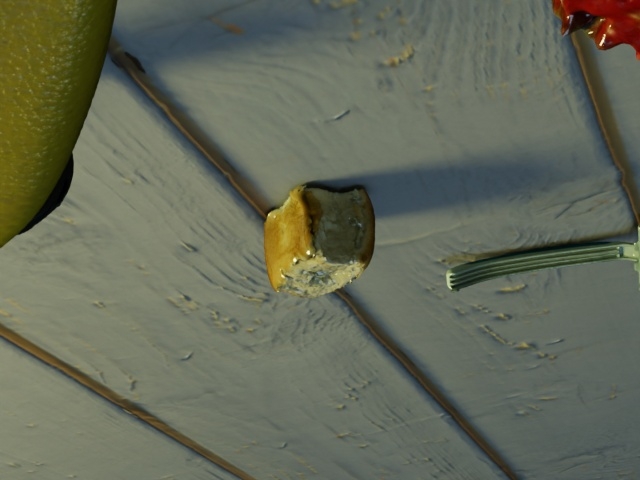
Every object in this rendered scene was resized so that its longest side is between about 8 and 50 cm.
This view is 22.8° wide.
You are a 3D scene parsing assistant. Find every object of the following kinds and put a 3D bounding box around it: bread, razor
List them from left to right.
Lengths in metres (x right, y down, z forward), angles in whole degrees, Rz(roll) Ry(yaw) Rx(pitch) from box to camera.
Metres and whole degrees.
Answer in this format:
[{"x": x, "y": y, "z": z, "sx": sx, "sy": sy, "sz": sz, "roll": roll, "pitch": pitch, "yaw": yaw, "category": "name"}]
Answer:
[{"x": 0.002, "y": 0.001, "z": 1.285, "sx": 0.076, "sy": 0.070, "sz": 0.083, "roll": 5, "pitch": 154, "yaw": -31, "category": "bread"}, {"x": 0.209, "y": 0.021, "z": 1.465, "sx": 0.191, "sy": 0.037, "sz": 0.068, "roll": -7, "pitch": 114, "yaw": -1, "category": "razor"}]

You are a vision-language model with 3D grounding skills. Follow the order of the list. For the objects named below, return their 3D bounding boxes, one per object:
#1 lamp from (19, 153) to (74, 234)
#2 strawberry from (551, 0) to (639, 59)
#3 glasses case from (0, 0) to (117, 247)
[{"x": -0.121, "y": -0.148, "z": 0.929, "sx": 0.130, "sy": 0.108, "sz": 0.371, "roll": 34, "pitch": 124, "yaw": -10, "category": "lamp"}, {"x": 0.248, "y": -0.196, "z": 0.874, "sx": 0.233, "sy": 0.138, "sz": 0.306, "roll": 8, "pitch": 151, "yaw": -35, "category": "strawberry"}, {"x": -0.193, "y": -0.129, "z": 0.780, "sx": 0.173, "sy": 0.141, "sz": 0.371, "roll": 4, "pitch": 142, "yaw": -18, "category": "glasses case"}]
